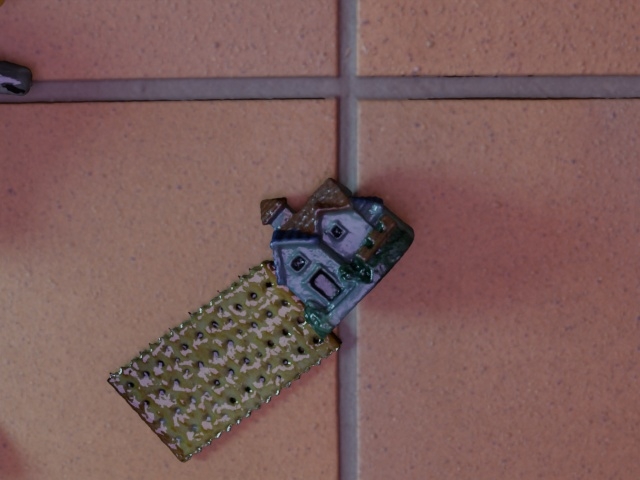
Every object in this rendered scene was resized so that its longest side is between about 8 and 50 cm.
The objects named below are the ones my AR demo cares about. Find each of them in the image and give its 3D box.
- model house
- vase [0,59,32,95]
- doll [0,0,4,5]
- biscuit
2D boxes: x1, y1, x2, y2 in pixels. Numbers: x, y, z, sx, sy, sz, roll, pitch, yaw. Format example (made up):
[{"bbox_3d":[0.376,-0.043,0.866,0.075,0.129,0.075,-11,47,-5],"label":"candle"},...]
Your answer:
[{"bbox_3d":[0.000,0.000,1.644,0.148,0.119,0.148,41,103,-2],"label":"model house"},{"bbox_3d":[-0.403,-0.184,1.616,0.211,0.060,0.060,12,106,-3],"label":"vase"},{"bbox_3d":[-0.439,-0.277,1.573,0.241,0.135,0.099,-2,78,0],"label":"doll"},{"bbox_3d":[-0.106,0.133,1.727,0.231,0.016,0.139,-38,103,10],"label":"biscuit"}]
